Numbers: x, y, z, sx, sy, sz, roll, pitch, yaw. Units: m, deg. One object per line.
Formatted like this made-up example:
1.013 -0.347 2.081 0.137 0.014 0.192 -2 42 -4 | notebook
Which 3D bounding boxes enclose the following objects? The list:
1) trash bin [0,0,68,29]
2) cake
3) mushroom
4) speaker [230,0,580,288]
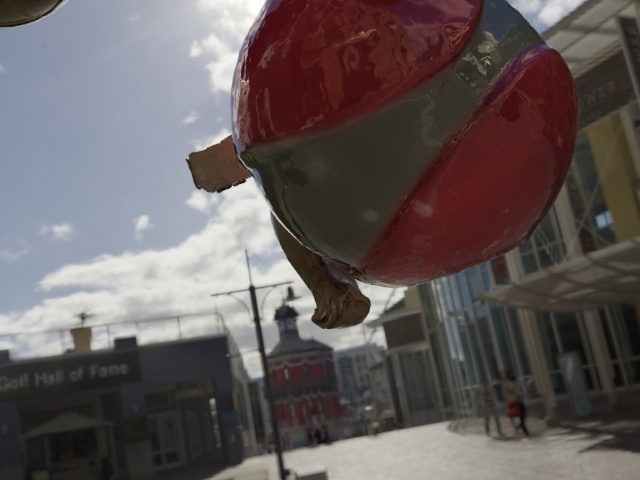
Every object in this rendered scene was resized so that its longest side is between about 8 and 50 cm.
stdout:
-0.335 -0.367 0.699 0.214 0.214 0.333 -8 -45 -11 | trash bin
-0.081 -0.088 0.778 0.065 0.052 0.121 -23 6 28 | cake
0.000 0.000 0.904 0.116 0.225 0.093 6 -39 -23 | mushroom
0.059 -0.108 0.617 0.294 0.294 0.294 -10 -13 -2 | speaker
